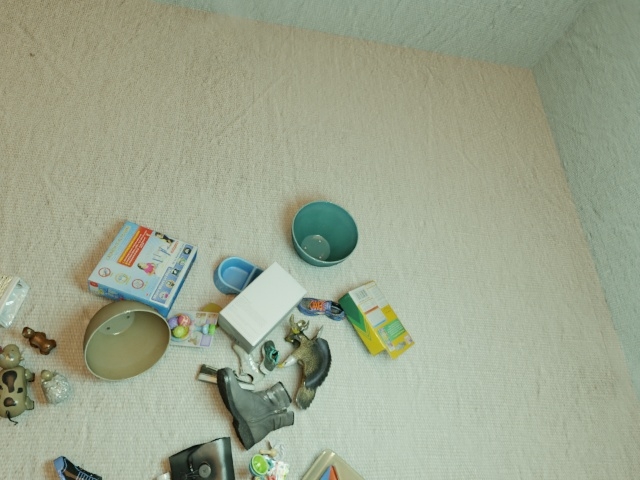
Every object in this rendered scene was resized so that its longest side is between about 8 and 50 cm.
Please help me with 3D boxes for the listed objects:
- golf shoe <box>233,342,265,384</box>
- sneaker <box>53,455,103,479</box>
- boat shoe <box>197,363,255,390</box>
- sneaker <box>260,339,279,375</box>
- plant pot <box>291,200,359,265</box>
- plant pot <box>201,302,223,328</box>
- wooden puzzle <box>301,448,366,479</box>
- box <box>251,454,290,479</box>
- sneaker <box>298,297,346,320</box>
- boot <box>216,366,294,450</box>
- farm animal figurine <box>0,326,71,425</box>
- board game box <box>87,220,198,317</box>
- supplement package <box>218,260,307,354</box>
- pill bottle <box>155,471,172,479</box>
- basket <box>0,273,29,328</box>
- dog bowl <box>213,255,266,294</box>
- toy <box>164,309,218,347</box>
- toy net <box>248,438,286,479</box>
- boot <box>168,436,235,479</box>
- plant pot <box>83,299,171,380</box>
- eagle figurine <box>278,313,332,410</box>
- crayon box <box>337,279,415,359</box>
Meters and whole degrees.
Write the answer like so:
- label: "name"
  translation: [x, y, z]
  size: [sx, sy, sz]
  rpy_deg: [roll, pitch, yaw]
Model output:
- label: "golf shoe"
  translation: [-0.288, 0.476, 1.776]
  size: [0.176, 0.069, 0.086]
  rpy_deg: [44, 68, 8]
- label: "sneaker"
  translation: [-0.763, 0.781, 1.489]
  size: [0.090, 0.081, 0.232]
  rpy_deg: [-36, 86, -30]
- label: "boat shoe"
  translation: [-0.348, 0.515, 1.731]
  size: [0.219, 0.078, 0.070]
  rpy_deg: [16, 63, -6]
- label: "sneaker"
  translation: [-0.185, 0.443, 1.782]
  size: [0.065, 0.076, 0.167]
  rpy_deg: [37, 22, -23]
- label: "plant pot"
  translation: [0.000, 0.000, 2.010]
  size: [0.289, 0.195, 0.291]
  rpy_deg: [7, 63, -13]
- label: "plant pot"
  translation: [-0.424, 0.296, 1.816]
  size: [0.081, 0.081, 0.083]
  rpy_deg: [-37, 73, -27]
- label: "wooden puzzle"
  translation: [0.051, 0.943, 1.546]
  size: [0.347, 0.081, 0.322]
  rpy_deg: [33, 71, 27]
- label: "box"
  translation: [-0.194, 0.880, 1.624]
  size: [0.113, 0.036, 0.207]
  rpy_deg: [23, 61, -4]
- label: "sneaker"
  translation: [0.013, 0.279, 1.942]
  size: [0.220, 0.087, 0.083]
  rpy_deg: [10, 62, -11]
- label: "boot"
  translation: [-0.232, 0.567, 1.672]
  size: [0.222, 0.118, 0.339]
  rpy_deg: [-24, 111, -25]
- label: "farm animal figurine"
  translation: [-1.044, 0.441, 1.512]
  size: [0.330, 0.172, 0.327]
  rpy_deg: [-23, 74, -24]
- label: "board game box"
  translation: [-0.680, 0.107, 1.792]
  size: [0.301, 0.086, 0.309]
  rpy_deg: [21, 49, -5]
- label: "supplement package"
  translation: [-0.222, 0.256, 1.754]
  size: [0.177, 0.175, 0.293]
  rpy_deg: [43, 63, 7]
- label: "pill bottle"
  translation: [-0.511, 0.843, 1.533]
  size: [0.066, 0.067, 0.120]
  rpy_deg: [-13, 70, -21]
- label: "basket"
  translation: [-1.137, 0.210, 1.630]
  size: [0.103, 0.113, 0.168]
  rpy_deg: [15, 62, -6]
- label: "dog bowl"
  translation: [-0.300, 0.171, 1.912]
  size: [0.297, 0.074, 0.166]
  rpy_deg: [28, 61, -3]
- label: "toy"
  translation: [-0.516, 0.324, 1.739]
  size: [0.236, 0.056, 0.137]
  rpy_deg: [4, 62, 10]
- label: "toy net"
  translation: [-0.165, 0.767, 1.601]
  size: [0.122, 0.045, 0.232]
  rpy_deg: [48, 20, 10]
- label: "boot"
  translation: [-0.280, 0.876, 1.514]
  size: [0.366, 0.146, 0.446]
  rpy_deg: [-13, 64, -10]
- label: "plant pot"
  translation: [-0.705, 0.323, 1.639]
  size: [0.283, 0.284, 0.191]
  rpy_deg: [-27, 39, -25]
- label: "eagle figurine"
  translation: [-0.051, 0.465, 1.771]
  size: [0.225, 0.226, 0.298]
  rpy_deg: [-39, 58, 8]
- label: "crayon box"
  translation: [0.236, 0.343, 1.934]
  size: [0.203, 0.083, 0.323]
  rpy_deg: [-15, 67, -52]
